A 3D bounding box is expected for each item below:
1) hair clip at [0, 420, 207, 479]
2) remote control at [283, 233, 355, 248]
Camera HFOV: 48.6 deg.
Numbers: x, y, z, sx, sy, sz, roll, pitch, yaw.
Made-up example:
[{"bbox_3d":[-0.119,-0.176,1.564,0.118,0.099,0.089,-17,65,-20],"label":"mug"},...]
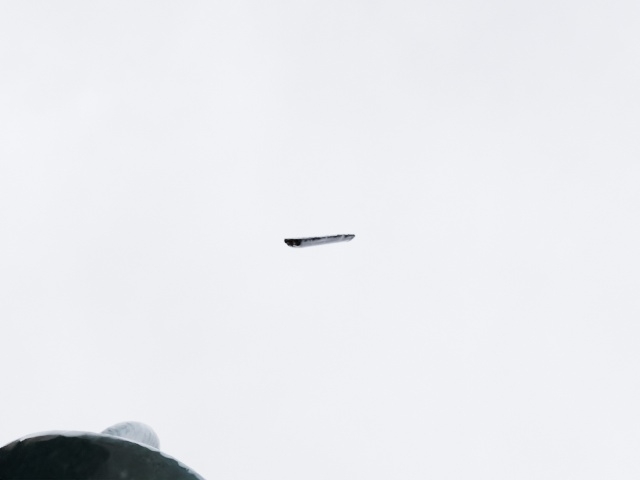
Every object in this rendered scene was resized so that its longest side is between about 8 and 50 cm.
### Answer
[{"bbox_3d":[-0.177,0.230,0.360,0.238,0.392,0.318,23,-114,28],"label":"hair clip"},{"bbox_3d":[0.000,0.000,0.897,0.039,0.096,0.014,-2,-87,50],"label":"remote control"}]
